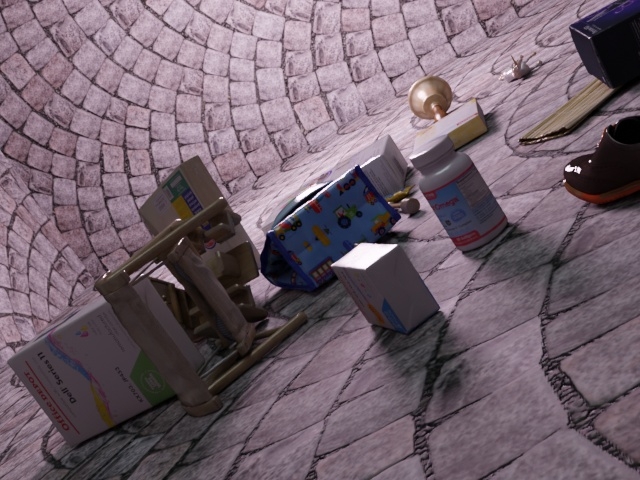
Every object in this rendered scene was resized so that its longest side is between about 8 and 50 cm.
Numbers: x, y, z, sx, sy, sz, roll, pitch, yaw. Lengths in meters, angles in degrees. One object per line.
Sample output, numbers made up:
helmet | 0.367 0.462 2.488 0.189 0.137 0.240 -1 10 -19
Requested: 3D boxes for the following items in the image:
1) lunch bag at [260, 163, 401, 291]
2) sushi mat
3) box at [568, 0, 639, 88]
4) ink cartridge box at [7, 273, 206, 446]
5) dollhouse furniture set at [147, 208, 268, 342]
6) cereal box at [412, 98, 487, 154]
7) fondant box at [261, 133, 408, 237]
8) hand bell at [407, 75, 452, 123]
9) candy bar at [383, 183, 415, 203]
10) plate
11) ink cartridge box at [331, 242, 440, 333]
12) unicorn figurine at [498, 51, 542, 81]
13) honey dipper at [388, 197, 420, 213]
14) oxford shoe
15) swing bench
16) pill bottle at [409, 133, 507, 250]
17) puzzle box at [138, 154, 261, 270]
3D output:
lunch bag | 0.000 0.000 1.829 0.221 0.138 0.293 -38 -1 -15
sushi mat | 0.510 -0.274 1.746 0.316 0.019 0.151 -38 12 -22
box | 0.575 -0.377 1.689 0.207 0.108 0.153 -27 19 8
ink cartridge box | -0.412 0.233 1.699 0.353 0.207 0.119 -29 10 26
dollhouse furniture set | -0.211 0.091 1.807 0.242 0.212 0.161 -28 -26 22
cereal box | 0.299 -0.250 2.180 0.173 0.047 0.240 -31 11 16
fondant box | 0.038 -0.105 2.184 0.330 0.096 0.238 -30 11 16
hand bell | 0.309 -0.346 2.497 0.126 0.126 0.242 -31 22 11
candy bar | 0.133 -0.080 1.998 0.161 0.018 0.040 -25 13 35
plate | -0.033 -0.063 1.808 0.188 0.024 0.188 -38 -11 -9
ink cartridge box | 0.080 0.062 1.288 0.061 0.104 0.181 -36 10 -13
unicorn figurine | 0.512 -0.445 2.422 0.111 0.060 0.162 -38 -5 -22
honey dipper | 0.157 -0.068 1.847 0.030 0.030 0.160 -35 9 -10
oxford shoe | 0.383 -0.110 1.170 0.097 0.098 0.271 -37 11 -17
swing bench | -0.206 0.112 1.511 0.165 0.253 0.254 -22 15 48
pill bottle | 0.199 -0.071 1.374 0.087 0.160 0.087 -33 10 7
puzzle box | -0.272 -0.010 2.083 0.052 0.272 0.409 -32 3 -25
